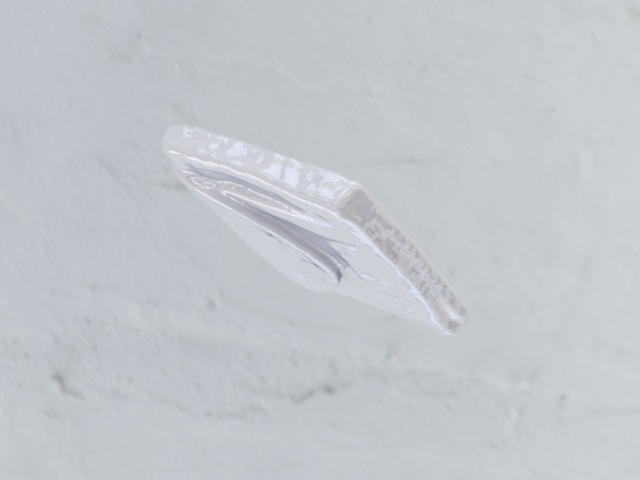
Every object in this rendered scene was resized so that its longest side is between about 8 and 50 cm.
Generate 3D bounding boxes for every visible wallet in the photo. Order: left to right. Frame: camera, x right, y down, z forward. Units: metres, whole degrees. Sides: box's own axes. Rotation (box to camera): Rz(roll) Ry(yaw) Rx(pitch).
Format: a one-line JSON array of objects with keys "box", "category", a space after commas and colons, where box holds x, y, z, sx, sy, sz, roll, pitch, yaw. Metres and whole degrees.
[{"box": [0.000, 0.000, 0.667, 0.032, 0.124, 0.183, -64, -30, -13], "category": "wallet"}]
